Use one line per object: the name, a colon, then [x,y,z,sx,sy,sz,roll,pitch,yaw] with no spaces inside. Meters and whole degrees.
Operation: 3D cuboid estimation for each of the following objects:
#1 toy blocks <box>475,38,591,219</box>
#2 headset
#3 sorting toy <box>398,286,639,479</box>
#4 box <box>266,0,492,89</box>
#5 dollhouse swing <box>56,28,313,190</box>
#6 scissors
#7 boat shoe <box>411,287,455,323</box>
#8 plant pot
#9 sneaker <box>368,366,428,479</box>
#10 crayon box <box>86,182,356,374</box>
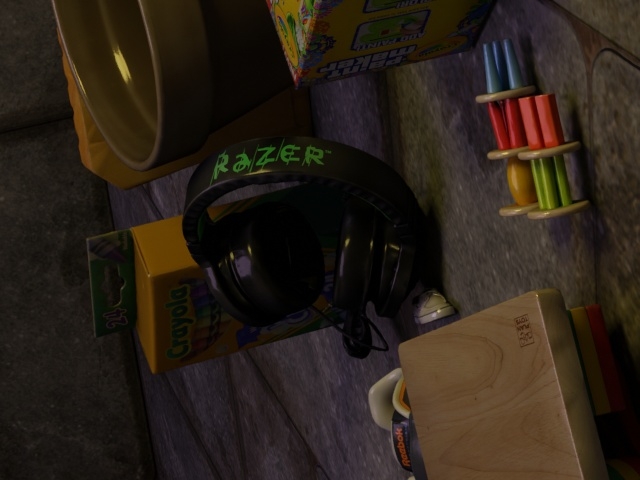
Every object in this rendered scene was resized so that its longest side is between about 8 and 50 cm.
toy blocks: [0.172,-0.095,1.518,0.123,0.054,0.148,-170,67,-75]
headset: [0.000,0.000,1.986,0.394,0.243,0.185,66,-156,-52]
sorting toy: [0.185,0.183,1.535,0.257,0.089,0.255,-29,72,63]
box: [0.035,-0.332,1.576,0.279,0.177,0.290,109,145,-67]
dollhouse swing: [-0.192,-0.272,2.245,0.315,0.305,0.347,-128,27,-58]
scissors: [0.276,0.205,1.488,0.109,0.021,0.297,94,156,-44]
boat shoe: [0.116,0.068,1.933,0.100,0.035,0.035,165,88,-82]
plant pot: [-0.109,-0.264,1.932,0.323,0.280,0.323,49,149,44]
sneaker: [0.147,0.201,1.763,0.321,0.127,0.126,-146,45,-67]
crayon box: [-0.110,0.048,2.191,0.203,0.323,0.083,94,157,-52]
